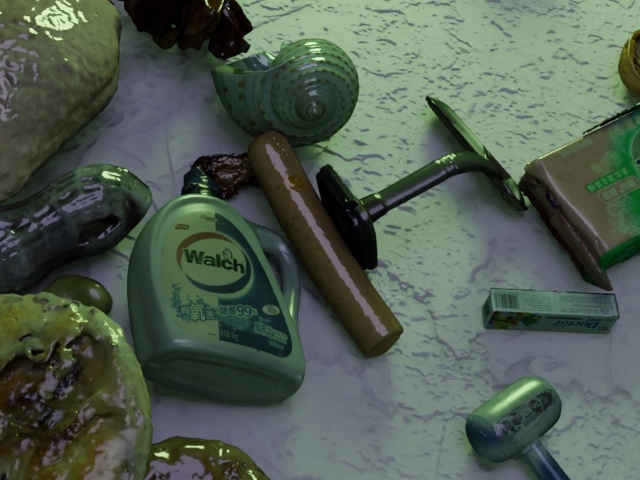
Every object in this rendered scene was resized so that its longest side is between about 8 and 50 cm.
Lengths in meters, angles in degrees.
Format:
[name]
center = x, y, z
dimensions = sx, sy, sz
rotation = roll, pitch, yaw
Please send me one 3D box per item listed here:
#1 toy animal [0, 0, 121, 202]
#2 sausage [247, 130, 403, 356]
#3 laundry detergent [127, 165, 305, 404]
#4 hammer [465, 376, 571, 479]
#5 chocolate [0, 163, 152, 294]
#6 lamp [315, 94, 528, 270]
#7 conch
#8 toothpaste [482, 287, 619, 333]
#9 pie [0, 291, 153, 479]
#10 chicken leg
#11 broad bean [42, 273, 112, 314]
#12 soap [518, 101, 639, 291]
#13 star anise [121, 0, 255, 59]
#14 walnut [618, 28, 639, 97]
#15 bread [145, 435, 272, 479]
[toy animal]
center = -0.369, -0.203, 1.566
dimensions = 0.226, 0.188, 0.358
rotation = 24, 45, 14
[sausage]
center = -0.001, 0.002, 1.575
dimensions = 0.065, 0.066, 0.301
rotation = -23, 73, -24
[laundry detergent]
center = -0.117, 0.040, 1.518
dimensions = 0.214, 0.105, 0.281
rotation = 16, 47, -26
[hammer]
center = 0.257, 0.254, 1.499
dimensions = 0.116, 0.069, 0.194
rotation = -31, 77, -27
[chocolate]
center = -0.310, -0.013, 1.514
dimensions = 0.248, 0.110, 0.110
rotation = -25, 67, -25
[lamp]
center = 0.110, -0.096, 1.648
dimensions = 0.283, 0.124, 0.203
rotation = -21, 56, -26
[conch]
center = -0.038, -0.182, 1.660
dimensions = 0.172, 0.200, 0.131
rotation = -20, 102, -4
[toothpaste]
center = 0.280, 0.085, 1.611
dimensions = 0.164, 0.046, 0.034
rotation = 3, 56, -10
[pie]
center = -0.320, 0.195, 1.286
dimensions = 0.339, 0.077, 0.339
rotation = -2, 57, 2
[chicken leg]
center = -0.090, -0.078, 1.640
dimensions = 0.145, 0.037, 0.062
rotation = 3, 78, -10
[broad bean]
center = -0.280, 0.068, 1.507
dimensions = 0.083, 0.045, 0.063
rotation = -6, 72, -7
[soap]
center = 0.405, -0.069, 1.705
dimensions = 0.273, 0.098, 0.218
rotation = -25, 73, -22
[star anise]
center = -0.172, -0.302, 1.709
dimensions = 0.190, 0.126, 0.220
rotation = 24, 22, 15
[walnut]
center = 0.450, -0.238, 1.843
dimensions = 0.091, 0.052, 0.121
rotation = 33, 51, -14
[bread]
center = -0.141, 0.313, 1.337
dimensions = 0.230, 0.123, 0.230
rotation = 7, 58, -11
